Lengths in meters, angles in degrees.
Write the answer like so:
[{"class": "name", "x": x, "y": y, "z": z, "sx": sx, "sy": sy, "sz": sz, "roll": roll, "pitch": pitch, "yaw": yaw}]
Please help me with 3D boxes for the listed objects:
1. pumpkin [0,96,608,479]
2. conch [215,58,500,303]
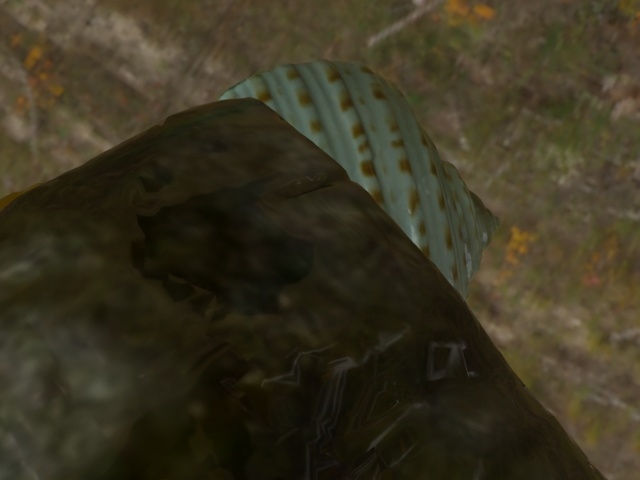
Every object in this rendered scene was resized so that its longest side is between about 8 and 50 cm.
[{"class": "pumpkin", "x": -0.046, "y": 0.136, "z": 0.414, "sx": 0.225, "sy": 0.303, "sz": 0.256, "roll": 50, "pitch": -167, "yaw": 20}, {"class": "conch", "x": 0.008, "y": 0.005, "z": 0.801, "sx": 0.131, "sy": 0.200, "sz": 0.172, "roll": 44, "pitch": 147, "yaw": 37}]
